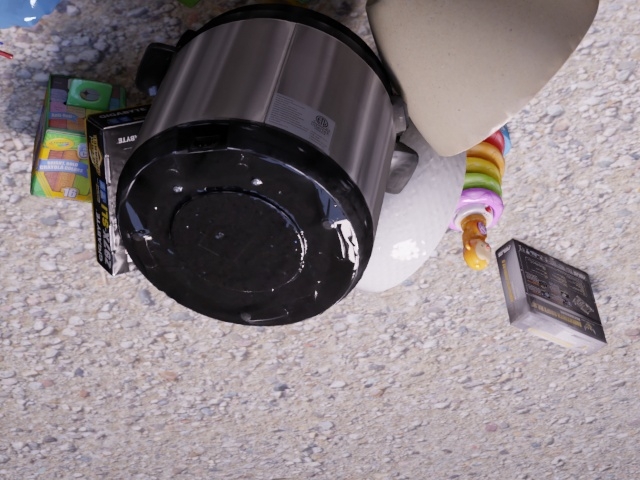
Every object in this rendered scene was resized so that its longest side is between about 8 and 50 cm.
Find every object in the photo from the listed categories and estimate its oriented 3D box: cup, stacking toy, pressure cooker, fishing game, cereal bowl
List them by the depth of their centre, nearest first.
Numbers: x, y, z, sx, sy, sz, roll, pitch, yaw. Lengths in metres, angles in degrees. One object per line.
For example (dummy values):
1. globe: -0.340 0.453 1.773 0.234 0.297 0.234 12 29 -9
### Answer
1. pressure cooker: -0.070 -0.131 1.764 0.375 0.420 0.370 -13 129 24
2. cup: 0.207 -0.325 1.796 0.237 0.331 0.331 42 126 -13
3. fishing game: -0.474 -0.394 1.804 0.189 0.041 0.264 18 128 -28
4. cereal bowl: 0.081 -0.090 2.026 0.141 0.339 0.339 23 134 -28
5. stacking toy: 0.252 -0.076 2.087 0.165 0.302 0.175 -29 136 27

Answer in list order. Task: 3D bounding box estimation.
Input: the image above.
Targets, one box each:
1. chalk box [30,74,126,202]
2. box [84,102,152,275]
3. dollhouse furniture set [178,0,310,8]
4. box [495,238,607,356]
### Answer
1. chalk box: -0.395 -0.179 2.011 0.132 0.132 0.213 8 140 -18
2. box: -0.216 -0.104 1.997 0.322 0.079 0.257 -15 121 -29
3. dollhouse furniture set: -0.082 -0.411 1.736 0.301 0.151 0.197 27 132 -35
4. box: 0.465 0.117 2.461 0.231 0.183 0.056 22 135 -32
